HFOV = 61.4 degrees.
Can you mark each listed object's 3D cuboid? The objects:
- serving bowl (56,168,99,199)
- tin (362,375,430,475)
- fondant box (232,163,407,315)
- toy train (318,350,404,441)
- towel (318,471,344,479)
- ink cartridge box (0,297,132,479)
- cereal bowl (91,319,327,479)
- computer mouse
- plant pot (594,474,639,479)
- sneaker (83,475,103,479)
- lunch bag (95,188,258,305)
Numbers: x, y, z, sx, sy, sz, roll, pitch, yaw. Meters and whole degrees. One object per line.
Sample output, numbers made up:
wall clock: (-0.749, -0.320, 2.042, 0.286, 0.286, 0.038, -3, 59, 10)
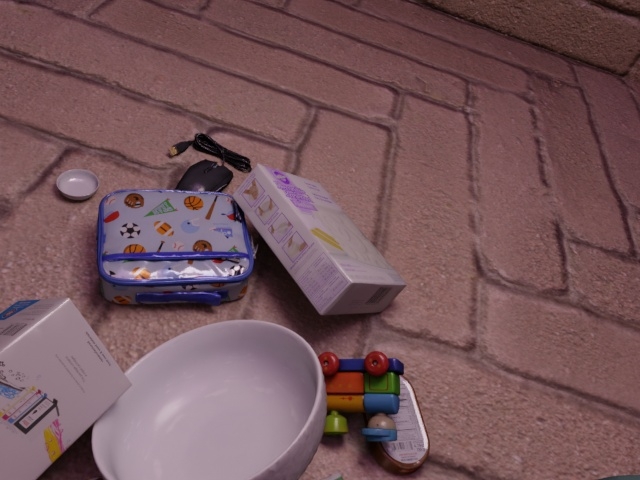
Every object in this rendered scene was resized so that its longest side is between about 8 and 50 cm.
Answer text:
serving bowl: (-0.516, -0.114, 1.148, 0.083, 0.027, 0.083, 11, 47, -11)
tin: (0.135, 0.324, 0.978, 0.106, 0.040, 0.190, 5, 47, -21)
fondant box: (0.000, 0.000, 1.113, 0.330, 0.096, 0.238, 50, 21, 26)
toy train: (0.020, 0.276, 0.950, 0.248, 0.105, 0.143, -5, 67, 19)
towel: (0.080, 0.465, 0.715, 0.038, 0.248, 0.325, -43, 66, 3)
ink cartridge box: (-0.428, 0.215, 0.738, 0.171, 0.168, 0.233, -6, 29, 39)
cereal bowl: (-0.148, 0.276, 0.804, 0.339, 0.141, 0.339, -9, 31, 6)
computer mouse: (-0.290, -0.172, 1.261, 0.184, 0.060, 0.262, 29, 46, 7)
plant pot: (0.455, 0.469, 0.821, 0.165, 0.234, 0.166, -27, 62, -37)
sneaker: (-0.345, 0.406, 0.714, 0.084, 0.069, 0.185, 40, 54, 6)
lunch bag: (-0.277, 0.015, 1.060, 0.303, 0.115, 0.243, -1, 52, -19)
